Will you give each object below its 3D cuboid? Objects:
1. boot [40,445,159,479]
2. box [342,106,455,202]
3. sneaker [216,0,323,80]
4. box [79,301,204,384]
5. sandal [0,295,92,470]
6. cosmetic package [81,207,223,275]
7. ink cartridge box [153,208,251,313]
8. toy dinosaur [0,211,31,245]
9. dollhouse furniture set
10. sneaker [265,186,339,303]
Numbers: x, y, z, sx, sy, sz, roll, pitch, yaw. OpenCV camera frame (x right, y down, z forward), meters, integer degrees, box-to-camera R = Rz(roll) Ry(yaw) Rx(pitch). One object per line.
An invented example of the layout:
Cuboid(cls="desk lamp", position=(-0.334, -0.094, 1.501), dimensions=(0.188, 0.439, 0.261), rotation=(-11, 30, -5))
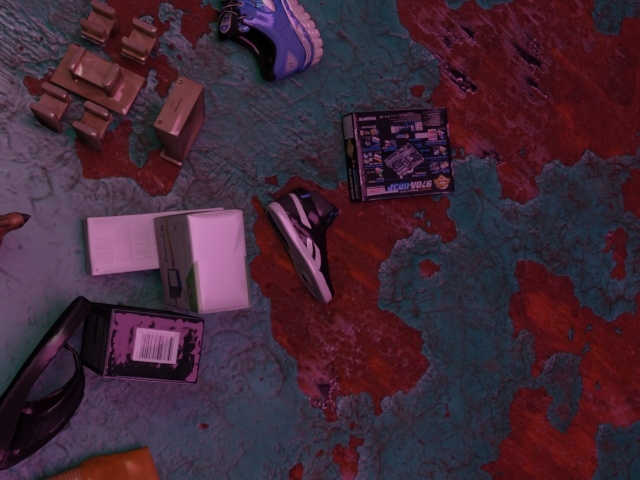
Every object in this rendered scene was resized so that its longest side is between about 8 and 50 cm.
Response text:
Cuboid(cls="boot", position=(-0.344, 0.505, 1.468), dimensions=(0.211, 0.104, 0.295), rotation=(-9, 88, -25))
Cuboid(cls="box", position=(0.157, -0.171, 1.754), dimensions=(0.220, 0.051, 0.175), rotation=(-8, 92, -26))
Cuboid(cls="sneaker", position=(-0.129, -0.436, 1.583), dimensions=(0.147, 0.130, 0.330), rotation=(-38, 104, -24))
Cuboid(cls="box", position=(-0.296, 0.165, 1.443), dimensions=(0.153, 0.207, 0.108), rotation=(9, 85, -24))
Cuboid(cls="sandal", position=(-0.465, 0.293, 1.388), dimensions=(0.107, 0.167, 0.446), rotation=(32, 85, -15))
Cuboid(cls="cosmetic package", position=(-0.286, 0.000, 1.532), dimensions=(0.239, 0.060, 0.099), rotation=(-5, 91, -26))
Cuboid(cls="ink cartridge box", position=(-0.194, 0.031, 1.426), dimensions=(0.093, 0.212, 0.154), rotation=(-7, 94, -23))
Cuboid(cls="toy dinosaur", position=(-0.579, 0.049, 1.314), dimensions=(0.127, 0.200, 0.296), rotation=(38, 74, -20))
Cuboid(cls="dollhouse furniture set", position=(-0.327, -0.243, 1.503), dimensions=(0.242, 0.161, 0.212), rotation=(25, 77, 0))
Cuboid(cls="sneaker", position=(0.000, 0.000, 1.658), dimensions=(0.121, 0.079, 0.217), rotation=(-32, 101, -21))
